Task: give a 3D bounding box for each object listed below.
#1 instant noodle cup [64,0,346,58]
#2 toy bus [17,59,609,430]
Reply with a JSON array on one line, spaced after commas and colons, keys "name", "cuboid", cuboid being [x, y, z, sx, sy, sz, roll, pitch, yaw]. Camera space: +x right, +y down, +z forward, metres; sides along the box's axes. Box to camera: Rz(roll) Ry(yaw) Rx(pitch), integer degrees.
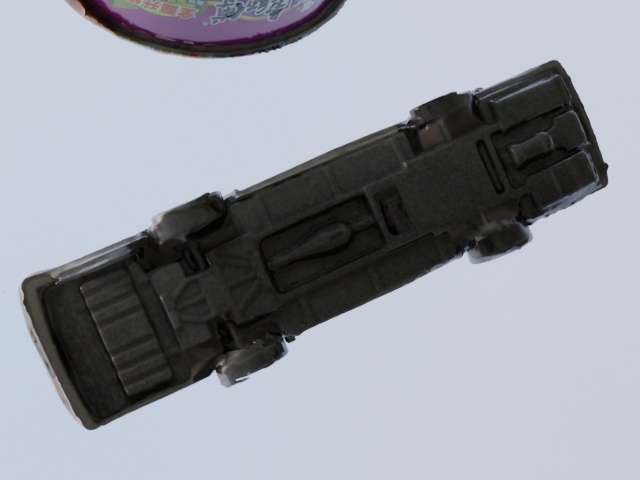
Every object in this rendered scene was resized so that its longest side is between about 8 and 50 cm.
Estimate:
[{"name": "instant noodle cup", "cuboid": [-0.061, -0.261, 0.564, 0.251, 0.190, 0.251, 5, -109, -14]}, {"name": "toy bus", "cuboid": [0.000, 0.000, 0.561, 0.343, 0.138, 0.097, -24, -88, -19]}]
